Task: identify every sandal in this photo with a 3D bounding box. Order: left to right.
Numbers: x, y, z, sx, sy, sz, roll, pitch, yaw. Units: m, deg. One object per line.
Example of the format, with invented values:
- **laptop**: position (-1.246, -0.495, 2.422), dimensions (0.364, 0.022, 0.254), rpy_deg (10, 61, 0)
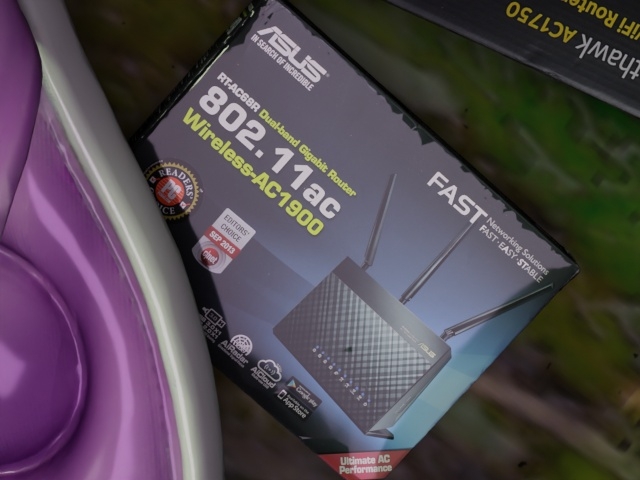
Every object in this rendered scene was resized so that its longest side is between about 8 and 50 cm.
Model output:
- **sandal**: position (-0.141, -0.039, 0.498), dimensions (0.169, 0.102, 0.416), rpy_deg (-14, 91, 13)

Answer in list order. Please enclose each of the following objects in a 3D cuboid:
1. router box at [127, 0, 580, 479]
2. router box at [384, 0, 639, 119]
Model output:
- **router box**: position (0.000, 0.000, 0.557), dimensions (0.122, 0.038, 0.092), rpy_deg (41, 96, -6)
- **router box**: position (0.048, -0.124, 0.511), dimensions (0.179, 0.046, 0.133), rpy_deg (22, 105, -16)
